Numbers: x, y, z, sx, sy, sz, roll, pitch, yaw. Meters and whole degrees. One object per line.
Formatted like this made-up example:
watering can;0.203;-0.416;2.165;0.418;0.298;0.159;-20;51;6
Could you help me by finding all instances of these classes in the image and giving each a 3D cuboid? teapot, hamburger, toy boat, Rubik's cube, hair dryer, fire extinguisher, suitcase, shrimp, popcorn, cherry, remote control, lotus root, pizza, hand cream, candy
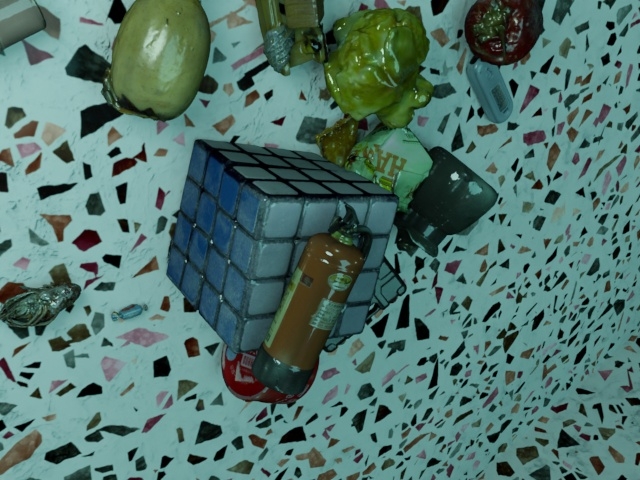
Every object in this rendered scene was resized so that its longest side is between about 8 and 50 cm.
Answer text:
teapot;0.298;-0.093;1.759;0.223;0.305;0.285;37;100;-15
hamburger;0.168;-0.169;1.613;0.214;0.125;0.235;-47;125;-19
toy boat;-0.069;-0.532;1.225;0.136;0.162;0.445;-25;128;-22
Rubik's cube;-0.091;0.002;1.390;0.344;0.337;0.344;-2;116;-37
hair dryer;-0.580;-0.431;0.942;0.189;0.107;0.344;-34;122;-16
fire extinguisher;-0.002;0.095;1.229;0.200;0.113;0.375;-45;160;-76
suitcase;0.068;0.141;1.714;0.286;0.066;0.206;-39;111;-2
shrimp;-0.567;0.129;1.273;0.190;0.074;0.073;-14;155;-20
popcorn;0.136;-0.374;1.433;0.277;0.225;0.276;-16;123;-26
cherry;0.477;-0.544;1.640;0.250;0.175;0.192;-23;98;-36
remote control;0.476;-0.421;1.800;0.087;0.047;0.244;-46;132;-4
lotus root;-0.275;-0.361;1.147;0.183;0.183;0.309;9;108;-41
pizza;0.033;-0.234;1.557;0.131;0.041;0.178;-10;122;-42
hand cream;-0.124;0.293;1.608;0.149;0.230;0.230;24;98;-43
candy;-0.423;0.157;1.432;0.083;0.020;0.030;-18;126;-31

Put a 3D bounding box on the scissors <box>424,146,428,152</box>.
scissors;0.201;-0.123;1.752;0.299;0.022;0.109;-59;161;12
